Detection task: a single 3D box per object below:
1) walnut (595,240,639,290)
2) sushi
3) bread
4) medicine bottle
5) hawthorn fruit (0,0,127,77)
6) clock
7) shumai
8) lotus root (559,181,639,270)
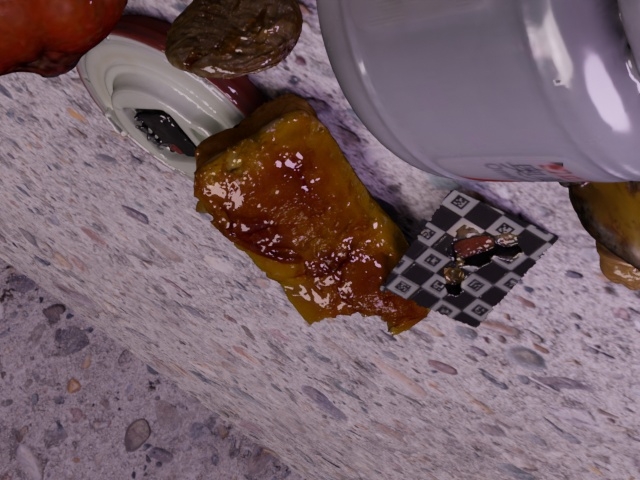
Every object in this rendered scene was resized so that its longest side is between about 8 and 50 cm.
[{"bbox_3d":[0.314,0.011,0.857,0.096,0.082,0.079,13,119,29],"label":"walnut"},{"bbox_3d":[0.172,0.019,1.058,0.139,0.031,0.201,24,136,-8],"label":"sushi"},{"bbox_3d":[0.000,0.000,1.112,0.380,0.185,0.109,50,-167,-36],"label":"bread"},{"bbox_3d":[0.174,-0.155,0.488,0.306,0.245,0.245,4,144,49],"label":"medicine bottle"},{"bbox_3d":[-0.323,-0.287,0.829,0.295,0.295,0.311,15,155,36],"label":"hawthorn fruit"},{"bbox_3d":[-0.187,-0.160,1.165,0.318,0.080,0.318,28,157,13],"label":"clock"},{"bbox_3d":[-0.077,-0.200,0.899,0.139,0.123,0.105,-12,143,42],"label":"shumai"},{"bbox_3d":[0.364,0.002,0.637,0.397,0.179,0.196,29,159,11],"label":"lotus root"}]
